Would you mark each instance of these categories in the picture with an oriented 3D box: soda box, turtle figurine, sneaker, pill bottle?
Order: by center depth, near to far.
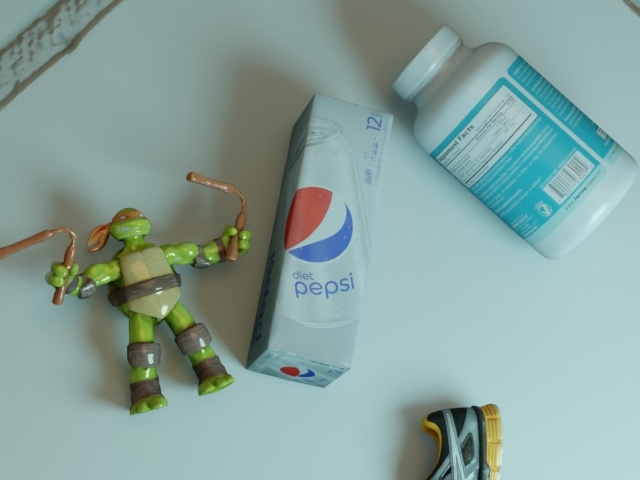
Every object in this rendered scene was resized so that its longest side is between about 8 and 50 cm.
[{"bbox_3d":[-0.180,0.059,1.542,0.269,0.087,0.217,-14,85,-29],"label":"turtle figurine"},{"bbox_3d":[0.140,0.270,1.580,0.083,0.084,0.215,5,67,-1],"label":"sneaker"},{"bbox_3d":[0.000,0.000,1.609,0.091,0.098,0.286,15,70,-12],"label":"soda box"},{"bbox_3d":[0.203,-0.113,1.680,0.264,0.146,0.146,42,66,0],"label":"pill bottle"}]
